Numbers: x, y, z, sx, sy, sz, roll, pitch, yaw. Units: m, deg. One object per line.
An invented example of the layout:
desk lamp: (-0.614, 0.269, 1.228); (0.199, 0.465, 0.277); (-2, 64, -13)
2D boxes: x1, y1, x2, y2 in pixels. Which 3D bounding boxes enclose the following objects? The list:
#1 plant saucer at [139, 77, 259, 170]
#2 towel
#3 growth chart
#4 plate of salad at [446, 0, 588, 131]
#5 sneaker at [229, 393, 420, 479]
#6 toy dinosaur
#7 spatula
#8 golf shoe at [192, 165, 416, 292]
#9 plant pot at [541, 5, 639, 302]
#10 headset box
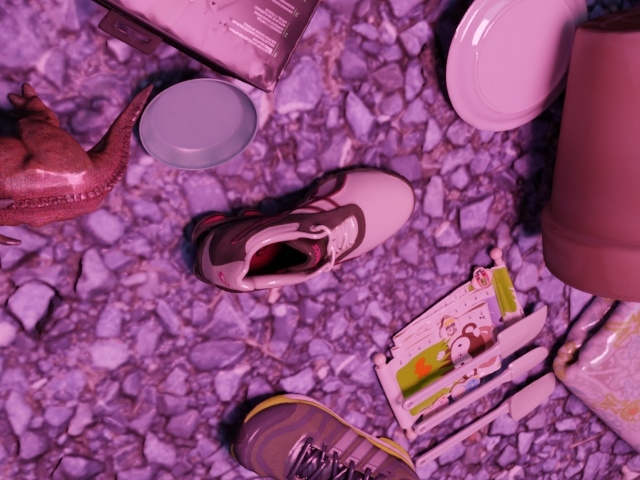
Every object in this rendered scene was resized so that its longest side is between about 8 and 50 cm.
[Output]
plant saucer: (-0.122, -0.120, 0.882); (0.119, 0.021, 0.119); (-11, 140, -9)
towel: (0.535, 0.125, 1.298); (0.320, 0.090, 0.374); (40, 87, -29)
growth chart: (0.174, 0.140, 1.153); (0.237, 0.021, 0.172); (-39, 122, -9)
plate of salad: (0.225, -0.222, 1.026); (0.199, 0.048, 0.200); (-15, 126, -22)
sneaker: (0.027, 0.274, 1.064); (0.300, 0.121, 0.111); (25, 95, -32)
toy dinosaur: (-0.261, -0.047, 0.754); (0.295, 0.200, 0.127); (-18, 115, -21)
spatula: (0.218, 0.206, 1.182); (0.242, 0.019, 0.168); (-29, 131, -19)
golf shoe: (0.000, 0.000, 0.956); (0.272, 0.120, 0.105); (-20, 114, -22)
plant pot: (0.402, -0.118, 1.010); (0.323, 0.323, 0.280); (-20, 111, -20)
headset box: (-0.105, -0.299, 0.785); (0.246, 0.131, 0.283); (25, 95, -32)
